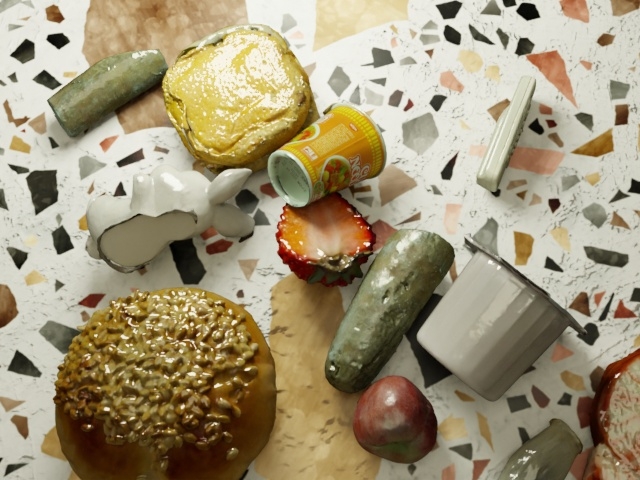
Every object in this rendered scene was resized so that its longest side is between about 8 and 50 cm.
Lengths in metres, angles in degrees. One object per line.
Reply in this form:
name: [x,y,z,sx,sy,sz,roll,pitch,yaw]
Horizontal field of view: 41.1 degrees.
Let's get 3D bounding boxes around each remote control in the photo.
remote control: [0.363,-0.208,1.665,0.049,0.090,0.230,20,76,16]

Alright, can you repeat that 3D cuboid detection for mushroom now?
mushroom: [0.337,0.459,1.451,0.109,0.097,0.351,27,74,13]

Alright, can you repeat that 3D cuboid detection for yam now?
yam: [0.117,0.131,1.567,0.133,0.133,0.330,29,82,14]
yam: [-0.442,-0.320,1.775,0.259,0.106,0.106,-36,72,-6]

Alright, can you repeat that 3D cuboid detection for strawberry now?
strawberry: [0.000,0.000,1.631,0.190,0.111,0.236,-4,46,-12]

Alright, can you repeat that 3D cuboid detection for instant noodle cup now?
instant noodle cup: [0.004,-0.153,1.610,0.185,0.168,0.168,-33,70,-34]

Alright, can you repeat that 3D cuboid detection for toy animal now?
toy animal: [-0.288,-0.046,1.624,0.326,0.208,0.154,-3,41,-5]

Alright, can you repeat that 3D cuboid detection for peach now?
peach: [0.136,0.306,1.501,0.152,0.152,0.152,-2,72,5]

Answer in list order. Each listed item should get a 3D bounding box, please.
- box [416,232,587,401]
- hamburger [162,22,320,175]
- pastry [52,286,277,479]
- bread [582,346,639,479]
box: [0.282,0.139,1.507,0.206,0.262,0.291,-50,36,0]
hamburger: [-0.161,-0.281,1.704,0.319,0.158,0.318,-1,73,4]
pastry: [-0.273,0.265,1.494,0.410,0.245,0.409,-2,71,7]
bread: [0.606,0.346,1.449,0.295,0.114,0.327,11,72,10]
